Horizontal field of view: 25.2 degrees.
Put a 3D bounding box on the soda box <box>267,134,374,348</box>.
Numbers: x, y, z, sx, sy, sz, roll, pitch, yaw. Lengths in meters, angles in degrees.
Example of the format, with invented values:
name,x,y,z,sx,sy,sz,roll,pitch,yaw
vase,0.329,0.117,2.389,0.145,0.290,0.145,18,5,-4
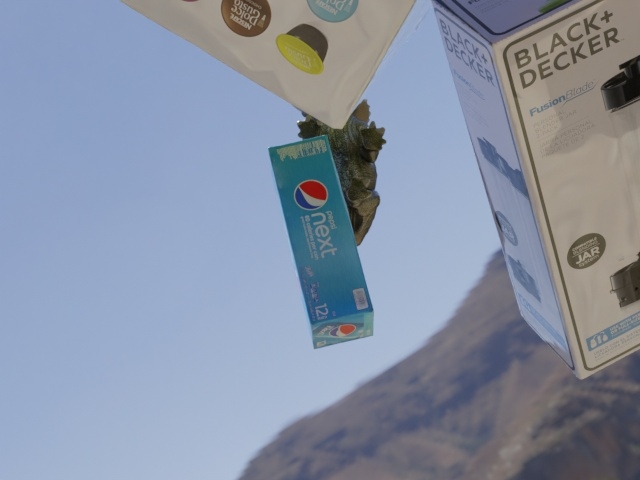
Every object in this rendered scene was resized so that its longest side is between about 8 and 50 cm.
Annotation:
name,x,y,z,sx,sy,sz,roll,pitch,yaw
soda box,0.000,0.000,1.491,0.067,0.210,0.071,-12,-25,-3

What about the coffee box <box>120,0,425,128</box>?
name,x,y,z,sx,sy,sz,roll,pitch,yaw
coffee box,-0.006,-0.376,1.436,0.334,0.337,0.338,-59,-1,31

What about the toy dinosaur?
name,x,y,z,sx,sy,sz,roll,pitch,yaw
toy dinosaur,0.027,-0.057,1.644,0.121,0.313,0.160,-8,-7,7

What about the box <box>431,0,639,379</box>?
name,x,y,z,sx,sy,sz,roll,pitch,yaw
box,0.195,-0.064,0.960,0.169,0.087,0.290,-26,-53,-8
